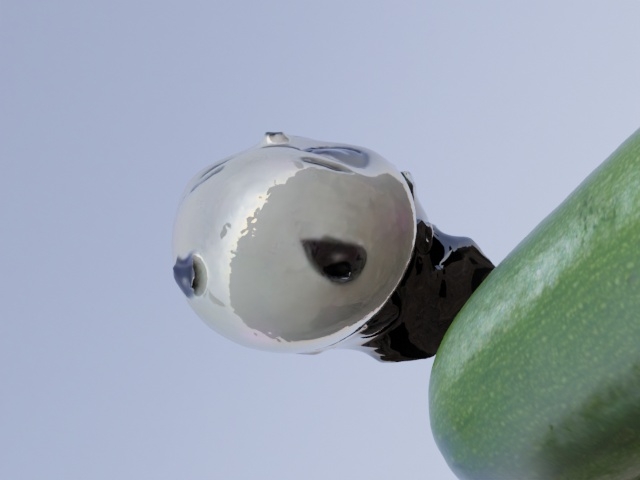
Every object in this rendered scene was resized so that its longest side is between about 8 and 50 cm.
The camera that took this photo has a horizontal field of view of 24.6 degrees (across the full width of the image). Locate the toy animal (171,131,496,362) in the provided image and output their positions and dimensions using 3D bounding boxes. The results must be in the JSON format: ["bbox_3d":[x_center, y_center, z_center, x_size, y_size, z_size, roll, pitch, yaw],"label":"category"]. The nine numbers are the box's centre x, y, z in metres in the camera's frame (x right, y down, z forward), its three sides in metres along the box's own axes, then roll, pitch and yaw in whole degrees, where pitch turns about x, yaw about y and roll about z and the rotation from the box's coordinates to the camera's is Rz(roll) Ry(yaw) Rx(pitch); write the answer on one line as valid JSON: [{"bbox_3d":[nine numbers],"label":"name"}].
[{"bbox_3d":[0.000,0.000,0.861,0.179,0.166,0.138,26,-124,-66],"label":"toy animal"}]

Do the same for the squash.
[{"bbox_3d":[0.144,-0.016,0.417,0.101,0.101,0.379,-26,-17,-38],"label":"squash"}]
